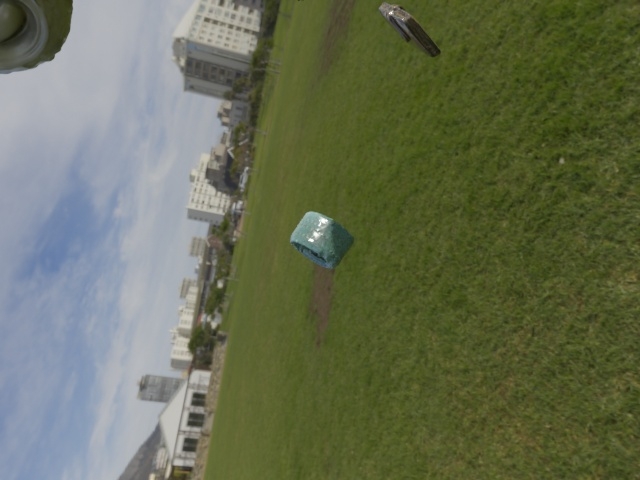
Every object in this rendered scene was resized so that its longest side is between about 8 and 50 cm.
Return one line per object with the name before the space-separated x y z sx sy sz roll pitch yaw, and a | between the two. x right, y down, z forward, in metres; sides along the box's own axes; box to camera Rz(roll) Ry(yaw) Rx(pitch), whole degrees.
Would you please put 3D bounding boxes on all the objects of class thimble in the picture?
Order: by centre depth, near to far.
thimble | 0.000 0.000 1.664 0.235 0.198 0.143 23 72 44

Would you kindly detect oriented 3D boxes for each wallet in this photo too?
wallet | 0.176 -0.429 0.916 0.039 0.117 0.153 -44 34 19

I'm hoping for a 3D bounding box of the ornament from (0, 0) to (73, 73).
ornament | -0.733 -0.551 0.992 0.337 0.336 0.338 -169 90 -78
